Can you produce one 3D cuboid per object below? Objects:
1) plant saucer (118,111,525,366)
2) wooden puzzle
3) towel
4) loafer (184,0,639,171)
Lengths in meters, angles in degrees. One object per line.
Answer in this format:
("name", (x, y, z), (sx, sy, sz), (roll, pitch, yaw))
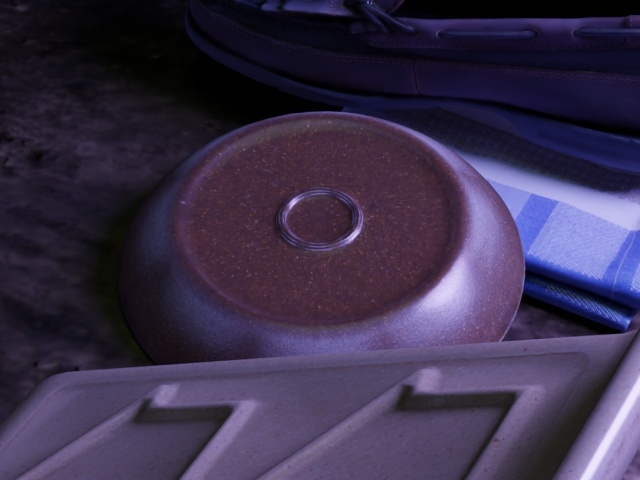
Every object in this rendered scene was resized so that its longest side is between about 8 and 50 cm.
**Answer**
("plant saucer", (0.000, 0.000, 0.951), (0.199, 0.036, 0.198), (-1, 48, 1))
("wooden puzzle", (-0.062, 0.154, 0.656), (0.348, 0.080, 0.322), (-12, 27, 39))
("towel", (0.130, -0.073, 1.080), (0.209, 0.034, 0.285), (21, 42, 18))
("loafer", (0.072, -0.122, 1.037), (0.303, 0.095, 0.109), (16, 43, 16))
